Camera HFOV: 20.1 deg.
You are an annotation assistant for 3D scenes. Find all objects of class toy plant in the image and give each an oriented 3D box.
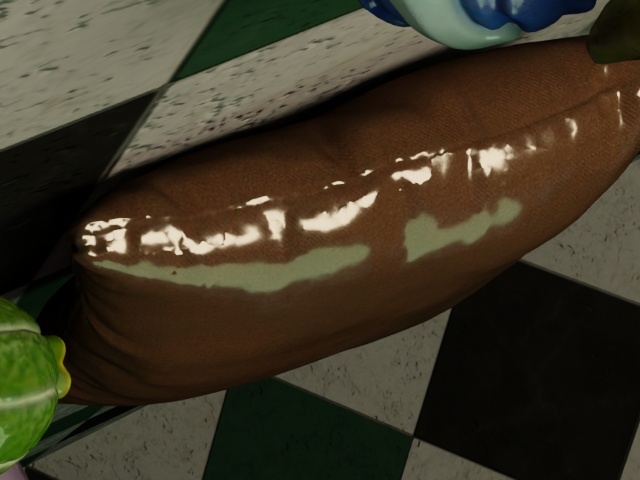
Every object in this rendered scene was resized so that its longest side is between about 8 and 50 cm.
[{"bbox_3d":[-0.175,0.068,0.763,0.093,0.093,0.162,-29,169,34],"label":"toy plant"}]

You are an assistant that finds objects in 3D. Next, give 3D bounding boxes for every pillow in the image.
[{"bbox_3d":[0.000,0.000,0.896,0.305,0.108,0.308,-19,171,-20],"label":"pillow"}]

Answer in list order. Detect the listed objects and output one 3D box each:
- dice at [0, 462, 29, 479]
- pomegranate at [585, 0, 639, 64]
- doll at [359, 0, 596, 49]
[{"bbox_3d":[-0.259,0.218,0.913,0.270,0.271,0.270,-24,175,-16],"label":"dice"},{"bbox_3d":[0.173,-0.067,0.299,0.286,0.231,0.231,-39,170,26],"label":"pomegranate"},{"bbox_3d":[0.047,-0.085,0.445,0.096,0.070,0.195,7,-164,28],"label":"doll"}]
